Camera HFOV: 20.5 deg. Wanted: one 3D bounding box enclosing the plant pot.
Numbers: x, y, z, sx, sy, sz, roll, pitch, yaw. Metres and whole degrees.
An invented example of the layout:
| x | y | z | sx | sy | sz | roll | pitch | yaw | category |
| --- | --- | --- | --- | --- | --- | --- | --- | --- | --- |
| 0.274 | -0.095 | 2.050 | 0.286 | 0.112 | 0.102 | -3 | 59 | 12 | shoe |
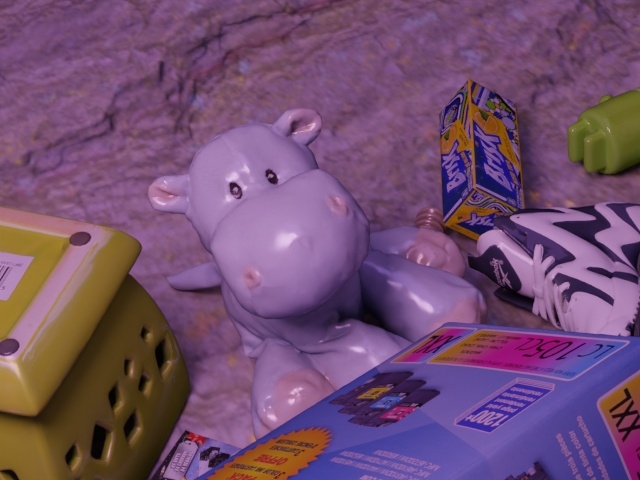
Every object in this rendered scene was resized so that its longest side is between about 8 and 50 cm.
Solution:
| x | y | z | sx | sy | sz | roll | pitch | yaw | category |
| --- | --- | --- | --- | --- | --- | --- | --- | --- | --- |
| -0.254 | 0.098 | 1.398 | 0.228 | 0.207 | 0.227 | 10 | 44 | 18 | plant pot |

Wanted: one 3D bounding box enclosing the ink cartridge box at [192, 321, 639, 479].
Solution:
| x | y | z | sx | sy | sz | roll | pitch | yaw | category |
| --- | --- | --- | --- | --- | --- | --- | --- | --- | --- |
| 0.033 | 0.213 | 1.199 | 0.395 | 0.151 | 0.270 | -32 | 14 | -26 | ink cartridge box |

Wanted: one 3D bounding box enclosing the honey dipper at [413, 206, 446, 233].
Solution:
| x | y | z | sx | sy | sz | roll | pitch | yaw | category |
| --- | --- | --- | --- | --- | --- | --- | --- | --- | --- |
| 0.082 | 0.034 | 1.575 | 0.030 | 0.030 | 0.161 | 8 | 46 | 14 | honey dipper |

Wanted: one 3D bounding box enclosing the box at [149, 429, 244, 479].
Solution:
| x | y | z | sx | sy | sz | roll | pitch | yaw | category |
| --- | --- | --- | --- | --- | --- | --- | --- | --- | --- |
| -0.096 | 0.215 | 1.383 | 0.094 | 0.027 | 0.137 | 16 | 45 | 20 | box |

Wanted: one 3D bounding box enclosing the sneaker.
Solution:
| x | y | z | sx | sy | sz | roll | pitch | yaw | category |
| --- | --- | --- | --- | --- | --- | --- | --- | --- | --- |
| 0.196 | 0.044 | 1.503 | 0.153 | 0.094 | 0.235 | 4 | 41 | 11 | sneaker |

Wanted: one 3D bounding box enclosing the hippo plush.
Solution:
| x | y | z | sx | sy | sz | roll | pitch | yaw | category |
| --- | --- | --- | --- | --- | --- | --- | --- | --- | --- |
| 0.000 | 0.000 | 1.442 | 0.234 | 0.236 | 0.294 | -24 | 45 | -9 | hippo plush |

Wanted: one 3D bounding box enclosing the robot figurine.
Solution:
| x | y | z | sx | sy | sz | roll | pitch | yaw | category |
| --- | --- | --- | --- | --- | --- | --- | --- | --- | --- |
| 0.290 | -0.105 | 1.684 | 0.115 | 0.067 | 0.101 | -24 | 37 | -22 | robot figurine |

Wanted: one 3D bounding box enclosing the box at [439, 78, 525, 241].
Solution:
| x | y | z | sx | sy | sz | roll | pitch | yaw | category |
| --- | --- | --- | --- | --- | --- | --- | --- | --- | --- |
| 0.150 | -0.073 | 1.656 | 0.059 | 0.054 | 0.169 | 25 | 37 | -18 | box |
